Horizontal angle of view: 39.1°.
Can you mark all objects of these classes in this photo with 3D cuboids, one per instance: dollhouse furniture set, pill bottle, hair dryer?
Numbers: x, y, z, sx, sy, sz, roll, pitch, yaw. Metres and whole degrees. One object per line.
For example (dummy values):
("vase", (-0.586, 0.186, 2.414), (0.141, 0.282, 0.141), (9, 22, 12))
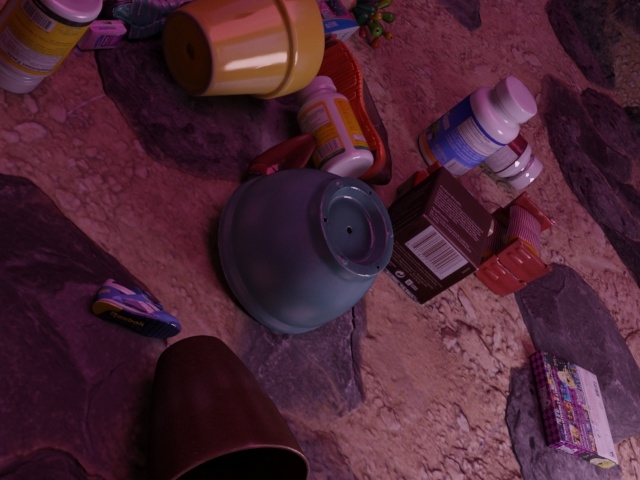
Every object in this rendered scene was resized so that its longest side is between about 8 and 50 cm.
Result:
("dollhouse furniture set", (0.364, -0.065, 2.093), (0.374, 0.152, 0.201), (40, 38, -17))
("pill bottle", (-0.436, -0.328, 1.392), (0.119, 0.208, 0.119), (27, 44, -30))
("pill bottle", (0.481, -0.246, 2.396), (0.221, 0.121, 0.121), (43, 38, -13))
("hair dryer", (-0.050, -0.082, 1.736), (0.223, 0.080, 0.294), (23, 60, -38))
("pill bottle", (0.383, -0.276, 2.186), (0.152, 0.272, 0.152), (28, 42, -30))
("pill bottle", (0.020, -0.229, 1.858), (0.117, 0.117, 0.208), (0, 61, -47))

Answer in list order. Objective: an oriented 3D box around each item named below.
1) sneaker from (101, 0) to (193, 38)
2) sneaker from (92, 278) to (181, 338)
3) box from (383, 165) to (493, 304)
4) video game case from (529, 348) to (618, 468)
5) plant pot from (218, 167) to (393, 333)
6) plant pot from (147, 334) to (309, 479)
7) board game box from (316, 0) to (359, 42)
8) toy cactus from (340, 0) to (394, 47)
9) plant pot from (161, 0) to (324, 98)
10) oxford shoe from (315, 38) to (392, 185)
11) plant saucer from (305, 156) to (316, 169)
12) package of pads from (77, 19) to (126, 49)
("sneaker", (-0.342, -0.441, 1.723), (0.098, 0.083, 0.223), (37, 31, 27))
("sneaker", (-0.269, 0.102, 1.354), (0.144, 0.053, 0.059), (29, 40, -30))
("box", (0.235, -0.010, 1.896), (0.168, 0.167, 0.203), (44, 37, -11))
("video game case", (0.575, 0.382, 2.048), (0.210, 0.042, 0.232), (26, 44, -32))
("plant pot", (0.000, 0.000, 1.553), (0.293, 0.196, 0.293), (18, 64, -40))
("plant pot", (-0.152, 0.252, 1.254), (0.215, 0.215, 0.230), (17, 35, -38))
("board game box", (-0.077, -0.573, 2.082), (0.303, 0.097, 0.224), (56, 37, 4))
("toy cactus", (0.101, -0.588, 2.305), (0.180, 0.112, 0.219), (15, 50, -15))
("plant pot", (-0.162, -0.384, 1.729), (0.239, 0.254, 0.254), (-24, 79, -37))
("oxford shoe", (0.068, -0.279, 2.002), (0.132, 0.130, 0.364), (30, 41, -60))
("plant saucer", (-0.012, -0.165, 1.882), (0.083, 0.015, 0.083), (29, 42, -30))
("package of pads", (-0.392, -0.366, 1.606), (0.083, 0.050, 0.032), (-20, 71, -52))
